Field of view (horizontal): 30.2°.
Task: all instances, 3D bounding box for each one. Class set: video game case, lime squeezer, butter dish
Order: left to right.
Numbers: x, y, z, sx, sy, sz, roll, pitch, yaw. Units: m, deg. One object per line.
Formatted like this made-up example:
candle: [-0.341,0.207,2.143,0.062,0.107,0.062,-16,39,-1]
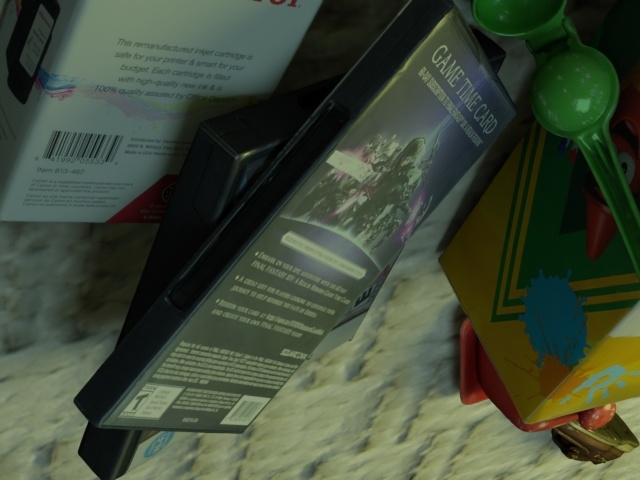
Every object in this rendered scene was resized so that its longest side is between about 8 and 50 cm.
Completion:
video game case: [-0.017,0.009,0.739,0.248,0.035,0.275,-26,151,-45]
video game case: [0.000,0.000,0.673,0.274,0.026,0.196,-50,160,4]
lime squeezer: [0.136,-0.104,0.691,0.059,0.110,0.310,-31,108,13]
butter dish: [0.211,0.110,1.025,0.160,0.118,0.160,-23,145,-10]

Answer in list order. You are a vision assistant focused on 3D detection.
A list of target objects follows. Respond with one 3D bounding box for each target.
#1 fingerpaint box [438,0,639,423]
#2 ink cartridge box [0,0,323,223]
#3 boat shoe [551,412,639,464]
fingerpaint box: [0.364,-0.062,0.855,0.445,0.163,0.371,-8,147,-29]
ink cartridge box: [-0.090,-0.094,0.604,0.127,0.072,0.175,1,134,-37]
boat shoe: [0.271,0.202,1.224,0.060,0.064,0.178,-43,145,15]
